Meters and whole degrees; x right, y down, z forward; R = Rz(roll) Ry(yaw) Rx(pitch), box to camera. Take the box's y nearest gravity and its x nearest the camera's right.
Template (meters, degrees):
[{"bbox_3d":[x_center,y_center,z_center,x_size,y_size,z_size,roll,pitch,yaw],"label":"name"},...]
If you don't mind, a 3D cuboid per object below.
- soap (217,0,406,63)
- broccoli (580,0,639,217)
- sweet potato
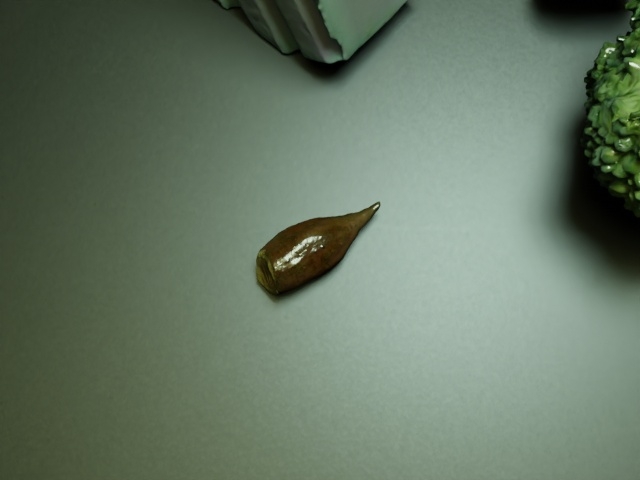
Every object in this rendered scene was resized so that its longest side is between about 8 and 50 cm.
[{"bbox_3d":[-0.057,-0.303,0.714,0.208,0.347,0.115,25,67,45],"label":"soap"},{"bbox_3d":[0.344,-0.097,0.695,0.260,0.235,0.288,37,85,34],"label":"broccoli"},{"bbox_3d":[0.000,0.000,0.766,0.117,0.049,0.049,-32,79,-9],"label":"sweet potato"}]
